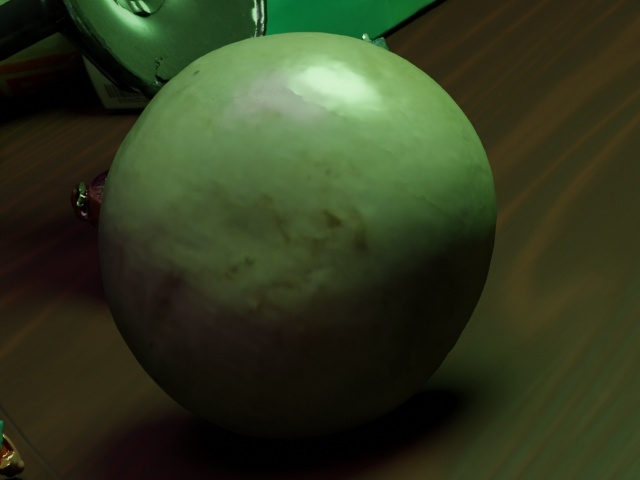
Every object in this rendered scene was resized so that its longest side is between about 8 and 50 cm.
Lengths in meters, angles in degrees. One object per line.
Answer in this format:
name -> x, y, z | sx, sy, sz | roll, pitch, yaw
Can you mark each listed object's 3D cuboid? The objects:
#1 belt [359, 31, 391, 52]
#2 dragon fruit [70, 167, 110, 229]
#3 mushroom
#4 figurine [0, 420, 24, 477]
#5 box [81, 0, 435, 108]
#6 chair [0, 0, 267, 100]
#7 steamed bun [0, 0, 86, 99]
belt -> -0.012, -0.079, 1.310 | 0.163, 0.082, 0.147 | -25, 11, -7
dragon fruit -> -0.099, -0.010, 1.222 | 0.126, 0.068, 0.112 | 11, 28, 31
mushroom -> -0.006, -0.013, 0.968 | 0.206, 0.206, 0.209 | -7, 22, 23
figurine -> -0.209, 0.121, 0.940 | 0.068, 0.075, 0.140 | -5, 21, 26
box -> -0.040, -0.222, 1.657 | 0.205, 0.118, 0.311 | 4, 28, 38
chair -> -0.259, -0.133, 1.355 | 0.401, 0.226, 0.226 | -21, 14, 33
steamed bun -> -0.291, -0.218, 1.726 | 0.283, 0.177, 0.283 | -12, 2, 0
